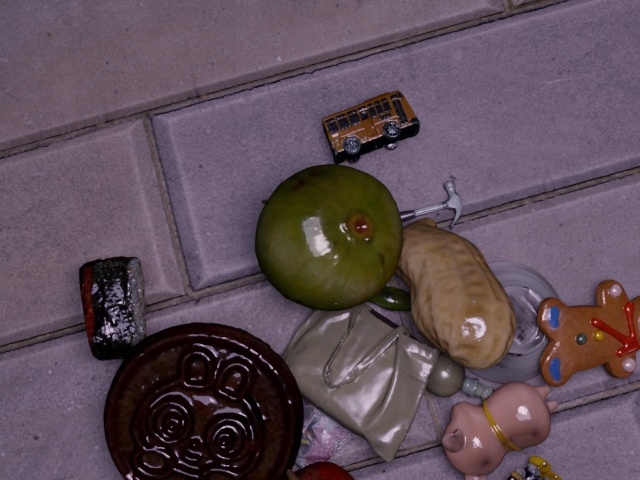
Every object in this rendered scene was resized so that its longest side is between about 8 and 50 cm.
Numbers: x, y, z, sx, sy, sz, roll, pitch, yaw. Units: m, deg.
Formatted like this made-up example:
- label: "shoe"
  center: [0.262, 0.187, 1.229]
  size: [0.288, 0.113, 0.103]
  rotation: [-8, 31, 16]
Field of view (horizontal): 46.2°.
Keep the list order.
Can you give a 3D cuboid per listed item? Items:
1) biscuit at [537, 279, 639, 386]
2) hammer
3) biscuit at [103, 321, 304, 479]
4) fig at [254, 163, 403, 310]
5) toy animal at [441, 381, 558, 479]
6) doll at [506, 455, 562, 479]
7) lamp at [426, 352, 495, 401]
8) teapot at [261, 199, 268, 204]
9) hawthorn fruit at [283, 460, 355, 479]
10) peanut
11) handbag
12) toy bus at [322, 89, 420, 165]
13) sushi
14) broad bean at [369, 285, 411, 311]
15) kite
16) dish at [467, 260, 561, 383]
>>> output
- label: "biscuit"
  center: [0.595, 0.184, 1.541]
  size: [0.324, 0.049, 0.205]
  rotation: [-4, 89, -17]
- label: "hammer"
  center: [0.194, -0.050, 1.661]
  size: [0.246, 0.029, 0.103]
  rotation: [-16, 78, 1]
- label: "biscuit"
  center: [-0.235, 0.363, 1.497]
  size: [0.407, 0.091, 0.407]
  rotation: [0, 95, 4]
- label: "fig"
  center: [0.000, 0.000, 1.521]
  size: [0.316, 0.316, 0.316]
  rotation: [0, 78, 2]
- label: "toy animal"
  center: [0.360, 0.374, 1.502]
  size: [0.248, 0.149, 0.165]
  rotation: [-34, 97, -5]
- label: "doll"
  center: [0.356, 0.572, 1.492]
  size: [0.316, 0.145, 0.103]
  rotation: [-45, 47, -12]
- label: "lamp"
  center: [0.294, 0.296, 1.562]
  size: [0.163, 0.091, 0.091]
  rotation: [26, 80, -7]
- label: "teapot"
  center: [-0.070, -0.071, 1.657]
  size: [0.121, 0.068, 0.076]
  rotation: [8, 115, -20]
- label: "hawthorn fruit"
  center: [-0.006, 0.531, 1.443]
  size: [0.215, 0.215, 0.250]
  rotation: [-40, 113, -6]
- label: "peanut"
  center: [0.257, 0.099, 1.506]
  size: [0.169, 0.192, 0.387]
  rotation: [10, 37, -28]
- label: "handbag"
  center: [0.074, 0.261, 1.539]
  size: [0.316, 0.109, 0.253]
  rotation: [28, 78, 25]
- label: "toy bus"
  center: [0.111, -0.253, 1.671]
  size: [0.201, 0.098, 0.114]
  rotation: [-21, 79, 0]
- label: "sushi"
  center: [-0.433, 0.140, 1.596]
  size: [0.126, 0.136, 0.225]
  rotation: [-11, 73, -7]
- label: "broad bean"
  center: [0.142, 0.119, 1.619]
  size: [0.297, 0.043, 0.060]
  rotation: [16, 59, 5]
- label: "kite"
  center: [-0.060, 0.444, 1.573]
  size: [0.204, 0.022, 0.360]
  rotation: [31, 80, 10]
- label: "dish"
  center: [0.399, 0.168, 1.566]
  size: [0.260, 0.085, 0.260]
  rotation: [0, 81, -3]
